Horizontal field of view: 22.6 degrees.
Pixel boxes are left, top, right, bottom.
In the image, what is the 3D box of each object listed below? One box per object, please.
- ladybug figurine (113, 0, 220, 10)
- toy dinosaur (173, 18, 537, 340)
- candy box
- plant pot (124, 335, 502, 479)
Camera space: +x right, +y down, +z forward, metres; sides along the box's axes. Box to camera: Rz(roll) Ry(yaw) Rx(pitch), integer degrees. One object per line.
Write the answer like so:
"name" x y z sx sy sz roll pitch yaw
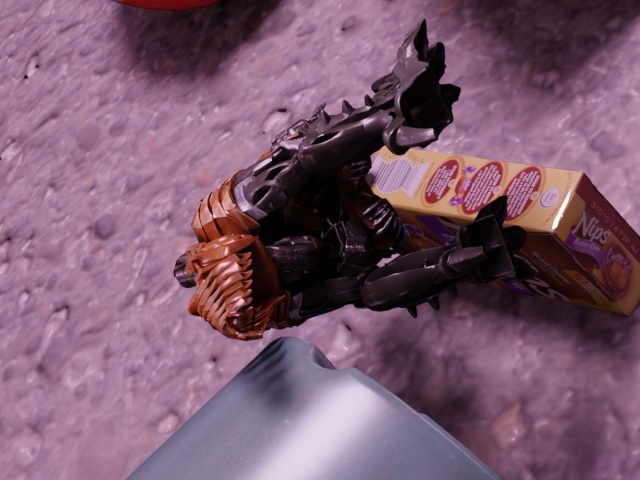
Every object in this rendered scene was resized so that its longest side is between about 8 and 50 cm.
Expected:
"ladybug figurine" -0.113 -0.385 1.581 0.305 0.162 0.449 -26 41 39
"toy dinosaur" 0.000 0.000 0.980 0.218 0.164 0.322 -21 33 18
"candy box" 0.125 -0.009 1.105 0.187 0.109 0.053 9 65 47
"plant pot" -0.036 0.257 0.889 0.334 0.341 0.341 -47 38 -13
